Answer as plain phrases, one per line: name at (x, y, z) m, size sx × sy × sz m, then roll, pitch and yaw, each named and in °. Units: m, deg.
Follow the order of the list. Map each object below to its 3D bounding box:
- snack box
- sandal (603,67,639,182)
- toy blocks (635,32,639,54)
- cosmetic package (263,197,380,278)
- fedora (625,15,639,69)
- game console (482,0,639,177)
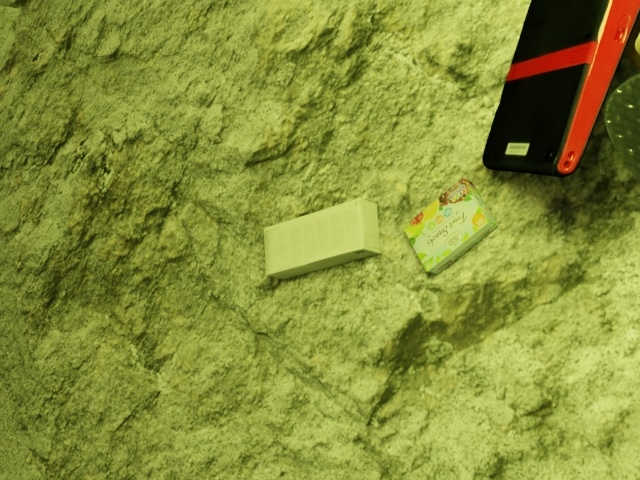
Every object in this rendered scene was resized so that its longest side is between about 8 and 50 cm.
snack box at (0.219, -0.023, 1.571) m, size 0.141 × 0.037 × 0.100 m, roll -42°, pitch 56°, yaw 25°
sandal at (0.524, -0.032, 1.175) m, size 0.167 × 0.107 × 0.446 m, roll -24°, pitch 98°, yaw 39°
toy blocks at (0.585, -0.233, 1.224) m, size 0.288 × 0.309 × 0.260 m, roll 10°, pitch 52°, yaw 31°
cosmetic package at (0.000, 0.000, 1.741) m, size 0.239 × 0.060 × 0.099 m, roll -16°, pitch 71°, yaw 37°
fedora at (0.527, -0.318, 1.329) m, size 0.194 × 0.194 × 0.079 m, roll -48°, pitch 14°, yaw 22°
game console at (0.355, -0.260, 1.358) m, size 0.386 × 0.060 × 0.342 m, roll -128°, pitch 54°, yaw -83°
